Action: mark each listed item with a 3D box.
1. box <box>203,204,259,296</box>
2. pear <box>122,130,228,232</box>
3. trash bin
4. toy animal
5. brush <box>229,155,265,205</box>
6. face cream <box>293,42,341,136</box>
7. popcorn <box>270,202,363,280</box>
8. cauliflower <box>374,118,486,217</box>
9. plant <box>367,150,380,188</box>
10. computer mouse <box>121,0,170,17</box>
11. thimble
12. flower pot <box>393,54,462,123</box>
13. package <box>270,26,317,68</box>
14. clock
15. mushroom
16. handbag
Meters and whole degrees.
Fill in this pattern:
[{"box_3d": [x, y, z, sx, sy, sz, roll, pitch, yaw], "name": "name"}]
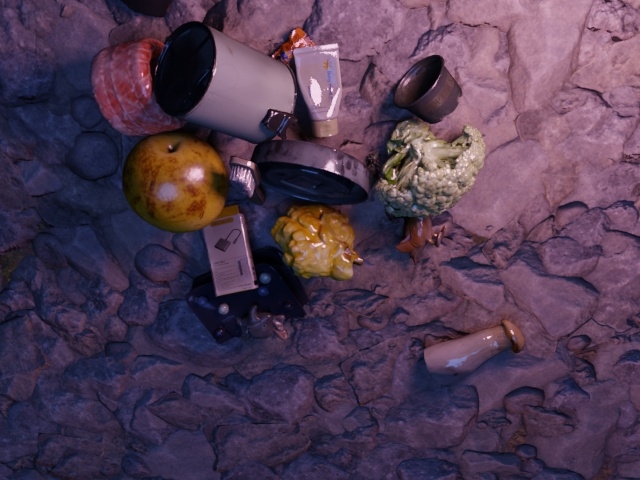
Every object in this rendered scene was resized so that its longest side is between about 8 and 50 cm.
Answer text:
[{"box_3d": [-0.263, 0.030, 1.876, 0.129, 0.033, 0.247, -12, 87, 18], "name": "box"}, {"box_3d": [-0.376, -0.148, 1.710, 0.280, 0.281, 0.281, 3, 120, 4], "name": "pear"}, {"box_3d": [-0.220, -0.363, 1.529, 0.262, 0.277, 0.217, 11, 118, -50], "name": "trash bin"}, {"box_3d": [0.253, -0.020, 1.829, 0.179, 0.089, 0.188, 20, 122, 14], "name": "toy animal"}, {"box_3d": [-0.189, -0.133, 1.693, 0.070, 0.327, 0.065, 15, 78, 5], "name": "brush"}, {"box_3d": [-0.001, -0.379, 1.650, 0.114, 0.070, 0.224, -10, 116, -8], "name": "face cream"}, {"box_3d": [0.000, 0.000, 1.781, 0.266, 0.233, 0.192, 37, 114, 14], "name": "popcorn"}, {"box_3d": [0.268, -0.191, 1.675, 0.250, 0.275, 0.272, 59, 149, 13], "name": "cauliflower"}, {"box_3d": [0.139, -0.191, 1.754, 0.051, 0.051, 0.102, 19, 115, -5], "name": "plant"}, {"box_3d": [-0.396, -0.660, 1.512, 0.168, 0.087, 0.295, 25, 122, -12], "name": "computer mouse"}, {"box_3d": [-0.434, -0.375, 1.603, 0.162, 0.239, 0.239, -11, 119, 17], "name": "thimble"}, {"box_3d": [0.271, -0.360, 1.591, 0.107, 0.157, 0.157, 33, 119, -27], "name": "flower pot"}, {"box_3d": [-0.069, -0.472, 1.620, 0.110, 0.033, 0.077, -35, 102, 18], "name": "package"}, {"box_3d": [-0.027, -0.169, 1.656, 0.319, 0.319, 0.066, 12, 79, -1], "name": "clock"}, {"box_3d": [0.471, 0.345, 2.010, 0.328, 0.122, 0.159, -27, 150, 21], "name": "mushroom"}, {"box_3d": [-0.216, 0.194, 1.982, 0.325, 0.118, 0.269, -22, 117, 20], "name": "handbag"}]
